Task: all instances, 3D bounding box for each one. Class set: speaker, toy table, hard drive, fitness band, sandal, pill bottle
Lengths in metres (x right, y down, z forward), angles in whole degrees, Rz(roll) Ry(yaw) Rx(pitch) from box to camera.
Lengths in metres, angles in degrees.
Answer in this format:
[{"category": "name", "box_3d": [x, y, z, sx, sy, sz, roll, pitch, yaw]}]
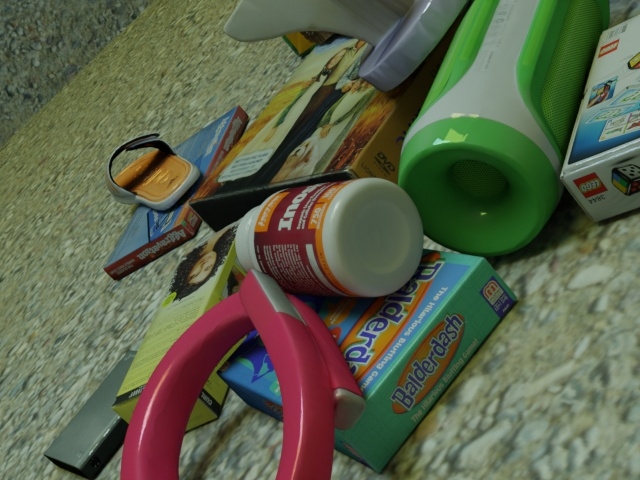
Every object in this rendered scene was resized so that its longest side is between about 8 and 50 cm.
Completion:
[{"category": "speaker", "box_3d": [0.155, -0.126, 0.854, 0.131, 0.131, 0.296, -21, 30, 39]}, {"category": "toy table", "box_3d": [0.042, -0.256, 0.992, 0.252, 0.161, 0.274, -55, 10, 6]}, {"category": "hard drive", "box_3d": [-0.204, 0.166, 1.034, 0.094, 0.022, 0.135, -4, 43, 56]}, {"category": "fitness band", "box_3d": [-0.064, 0.142, 0.742, 0.209, 0.054, 0.291, -57, 27, 13]}, {"category": "sandal", "box_3d": [-0.235, -0.103, 1.421, 0.102, 0.076, 0.265, -48, 23, -14]}, {"category": "pill bottle", "box_3d": [0.000, 0.000, 0.801, 0.152, 0.086, 0.086, -4, 43, 55]}]

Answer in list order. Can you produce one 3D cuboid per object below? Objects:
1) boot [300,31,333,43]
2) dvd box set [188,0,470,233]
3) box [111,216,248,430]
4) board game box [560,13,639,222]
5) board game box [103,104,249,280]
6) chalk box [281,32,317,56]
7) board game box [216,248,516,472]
[{"category": "boot", "box_3d": [0.033, -0.285, 1.259, 0.084, 0.059, 0.158, -44, 20, -16]}, {"category": "dvd box set", "box_3d": [0.062, -0.185, 1.188, 0.308, 0.062, 0.420, -6, 42, 54]}, {"category": "box", "box_3d": [-0.113, 0.079, 1.001, 0.087, 0.058, 0.232, -28, 27, 29]}, {"category": "board game box", "box_3d": [0.317, -0.134, 0.706, 0.305, 0.053, 0.193, -22, 29, 39]}, {"category": "board game box", "box_3d": [-0.187, -0.069, 1.420, 0.145, 0.027, 0.281, -29, 26, 31]}, {"category": "chalk box", "box_3d": [0.001, -0.442, 1.597, 0.180, 0.179, 0.289, -31, 24, 26]}, {"category": "board game box", "box_3d": [0.026, 0.074, 0.803, 0.160, 0.047, 0.210, -49, 25, -17]}]
